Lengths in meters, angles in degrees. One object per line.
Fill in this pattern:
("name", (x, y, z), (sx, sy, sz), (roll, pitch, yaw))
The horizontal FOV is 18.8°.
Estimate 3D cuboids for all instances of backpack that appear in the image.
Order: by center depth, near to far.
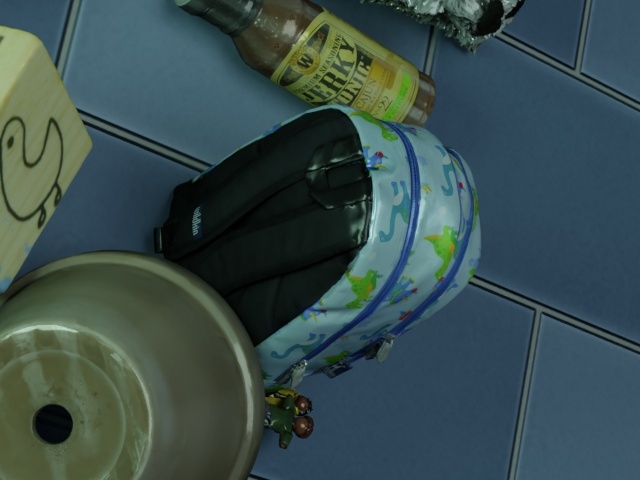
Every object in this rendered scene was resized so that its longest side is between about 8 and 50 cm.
("backpack", (0.000, 0.000, 2.054), (0.273, 0.355, 0.290), (9, 58, -22))

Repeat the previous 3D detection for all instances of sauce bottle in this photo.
("sauce bottle", (-0.020, -0.225, 2.281), (0.344, 0.111, 0.111), (27, 68, -30))

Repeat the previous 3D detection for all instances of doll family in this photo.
("doll family", (-0.043, 0.150, 2.228), (0.111, 0.076, 0.193), (22, 67, -28))

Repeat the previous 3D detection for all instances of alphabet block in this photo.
("alphabet block", (-0.371, -0.093, 1.902), (0.197, 0.193, 0.192), (-63, 157, -25))

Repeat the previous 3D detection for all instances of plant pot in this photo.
("plant pot", (-0.229, 0.170, 1.867), (0.323, 0.280, 0.323), (0, 90, 6))

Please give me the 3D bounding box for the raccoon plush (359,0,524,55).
("raccoon plush", (0.076, -0.372, 2.373), (0.446, 0.299, 0.216), (19, 85, -2))
